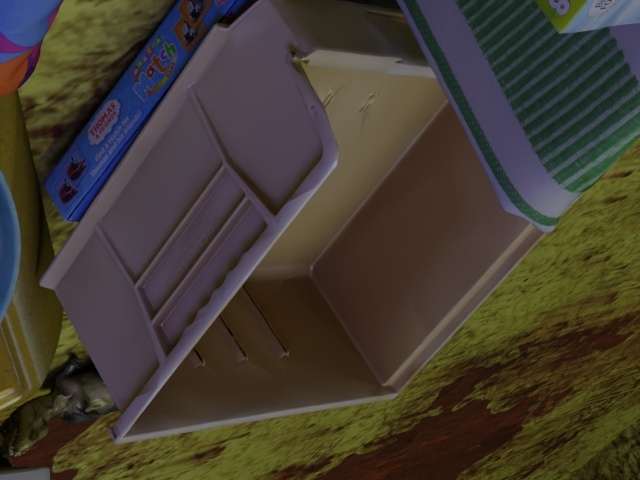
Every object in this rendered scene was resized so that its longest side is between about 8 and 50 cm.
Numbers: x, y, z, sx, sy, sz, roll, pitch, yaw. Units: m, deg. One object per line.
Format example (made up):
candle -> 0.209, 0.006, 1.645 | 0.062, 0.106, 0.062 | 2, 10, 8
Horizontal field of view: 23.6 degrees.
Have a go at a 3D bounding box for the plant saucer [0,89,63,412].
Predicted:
plant saucer -> -0.300, 0.073, 0.916 | 0.332, 0.081, 0.333 | -27, 159, -15

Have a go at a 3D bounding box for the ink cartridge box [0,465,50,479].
ink cartridge box -> -0.321, 0.204, 1.095 | 0.231, 0.078, 0.134 | -5, 175, 32

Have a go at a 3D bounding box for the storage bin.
storage bin -> 0.007, -0.014, 0.955 | 0.262, 0.123, 0.260 | -2, 140, -48

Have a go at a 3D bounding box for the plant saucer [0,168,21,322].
plant saucer -> -0.295, 0.003, 0.676 | 0.317, 0.044, 0.318 | -11, 141, -9

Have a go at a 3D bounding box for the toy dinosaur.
toy dinosaur -> -0.147, 0.109, 1.253 | 0.118, 0.064, 0.268 | -40, 162, 35

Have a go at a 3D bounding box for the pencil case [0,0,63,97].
pencil case -> -0.118, -0.164, 0.632 | 0.104, 0.104, 0.236 | -10, 149, -46

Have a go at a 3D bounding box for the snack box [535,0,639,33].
snack box -> 0.115, -0.226, 0.676 | 0.070, 0.207, 0.174 | -15, 152, -40

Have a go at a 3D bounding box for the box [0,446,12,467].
box -> -0.292, 0.192, 1.213 | 0.083, 0.062, 0.052 | -10, 148, -46

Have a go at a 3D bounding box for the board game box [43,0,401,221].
board game box -> -0.051, -0.091, 0.943 | 0.160, 0.039, 0.211 | 3, 135, -52

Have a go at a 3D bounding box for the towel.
towel -> 0.143, -0.186, 0.757 | 0.038, 0.248, 0.325 | -3, 147, -34
